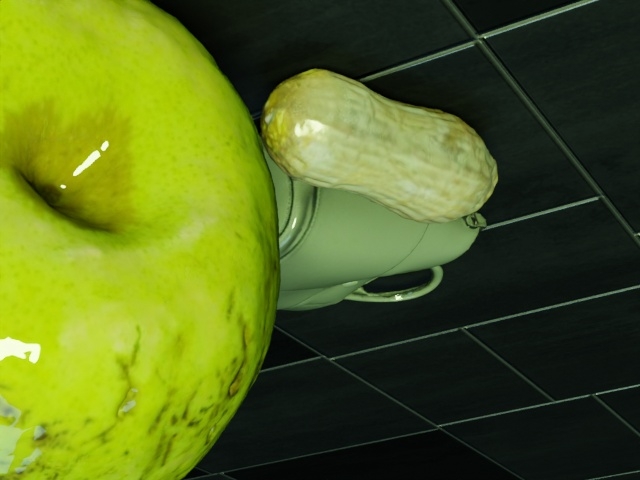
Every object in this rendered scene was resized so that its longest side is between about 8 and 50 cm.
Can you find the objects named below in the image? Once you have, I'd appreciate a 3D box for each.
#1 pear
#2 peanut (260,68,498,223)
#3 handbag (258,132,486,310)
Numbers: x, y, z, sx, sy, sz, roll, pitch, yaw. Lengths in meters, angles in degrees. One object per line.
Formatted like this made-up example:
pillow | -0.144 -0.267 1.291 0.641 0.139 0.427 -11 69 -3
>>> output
pear | -0.216 0.016 0.816 0.391 0.391 0.391 -2 154 -1
peanut | 0.048 -0.066 0.968 0.206 0.087 0.087 17 148 -32
handbag | 0.000 0.000 1.140 0.241 0.109 0.315 -21 162 35
